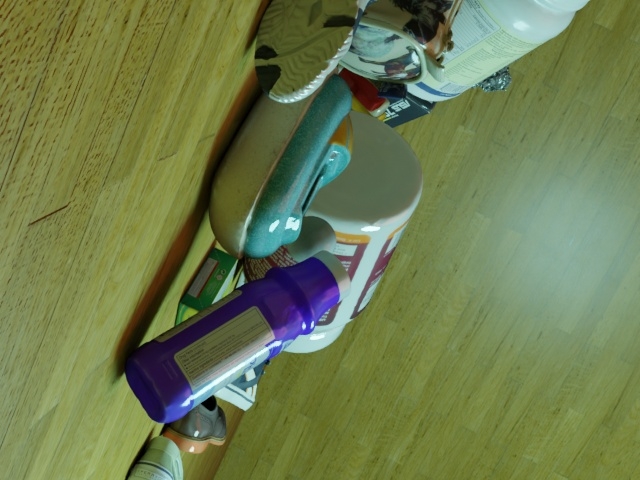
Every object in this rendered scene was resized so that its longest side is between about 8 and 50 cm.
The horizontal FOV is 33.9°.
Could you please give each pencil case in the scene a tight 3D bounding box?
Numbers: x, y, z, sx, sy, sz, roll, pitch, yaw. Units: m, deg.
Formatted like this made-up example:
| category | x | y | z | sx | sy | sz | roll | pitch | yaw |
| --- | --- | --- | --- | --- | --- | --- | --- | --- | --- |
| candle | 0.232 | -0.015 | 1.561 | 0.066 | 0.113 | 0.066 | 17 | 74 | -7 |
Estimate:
| category | x | y | z | sx | sy | sz | roll | pitch | yaw |
| --- | --- | --- | --- | --- | --- | --- | --- | --- | --- |
| pencil case | 0.142 | -0.384 | 1.316 | 0.160 | 0.183 | 0.410 | 104 | 12 | -72 |

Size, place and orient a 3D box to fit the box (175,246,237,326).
| category | x | y | z | sx | sy | sz | roll | pitch | yaw |
| --- | --- | --- | --- | --- | --- | --- | --- | --- | --- |
| box | -0.163 | 0.099 | 1.453 | 0.179 | 0.043 | 0.105 | 107 | 9 | -54 |

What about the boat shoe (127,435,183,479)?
| category | x | y | z | sx | sy | sz | roll | pitch | yaw |
| --- | --- | --- | --- | --- | --- | --- | --- | --- | --- |
| boat shoe | -0.270 | 0.432 | 1.778 | 0.302 | 0.109 | 0.094 | 107 | 8 | -55 |

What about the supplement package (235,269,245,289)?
| category | x | y | z | sx | sy | sz | roll | pitch | yaw |
| --- | --- | --- | --- | --- | --- | --- | --- | --- | --- |
| supplement package | -0.083 | 0.072 | 1.923 | 0.105 | 0.105 | 0.179 | -66 | 176 | 33 |

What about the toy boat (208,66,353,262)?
| category | x | y | z | sx | sy | sz | roll | pitch | yaw |
| --- | --- | --- | --- | --- | --- | --- | --- | --- | --- |
| toy boat | -0.032 | -0.068 | 1.286 | 0.268 | 0.148 | 0.318 | -63 | 176 | -24 |

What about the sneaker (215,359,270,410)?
| category | x | y | z | sx | sy | sz | roll | pitch | yaw |
| --- | --- | --- | --- | --- | --- | --- | --- | --- | --- |
| sneaker | -0.146 | 0.199 | 1.741 | 0.127 | 0.126 | 0.321 | -58 | 174 | -10 |

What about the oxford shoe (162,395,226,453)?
| category | x | y | z | sx | sy | sz | roll | pitch | yaw |
| --- | --- | --- | --- | --- | --- | --- | --- | --- | --- |
| oxford shoe | -0.212 | 0.319 | 1.931 | 0.271 | 0.096 | 0.098 | 7 | 104 | -86 |

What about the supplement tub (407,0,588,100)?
| category | x | y | z | sx | sy | sz | roll | pitch | yaw |
| --- | --- | --- | --- | --- | --- | --- | --- | --- | --- |
| supplement tub | 0.251 | -0.386 | 1.648 | 0.324 | 0.235 | 0.235 | -29 | -156 | 45 |

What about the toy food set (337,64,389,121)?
| category | x | y | z | sx | sy | sz | roll | pitch | yaw |
| --- | --- | --- | --- | --- | --- | --- | --- | --- | --- |
| toy food set | 0.033 | -0.233 | 1.789 | 0.232 | 0.104 | 0.111 | -32 | 167 | -48 |

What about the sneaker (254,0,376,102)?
| category | x | y | z | sx | sy | sz | roll | pitch | yaw |
| --- | --- | --- | --- | --- | --- | --- | --- | --- | --- |
| sneaker | 0.013 | -0.246 | 1.092 | 0.153 | 0.094 | 0.235 | 11 | 95 | -78 |

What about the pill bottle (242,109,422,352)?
| category | x | y | z | sx | sy | sz | roll | pitch | yaw |
| --- | --- | --- | --- | --- | --- | --- | --- | --- | --- |
| pill bottle | 0.000 | 0.000 | 1.653 | 0.224 | 0.224 | 0.392 | -61 | 176 | -39 |

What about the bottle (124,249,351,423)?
| category | x | y | z | sx | sy | sz | roll | pitch | yaw |
| --- | --- | --- | --- | --- | --- | --- | --- | --- | --- |
| bottle | -0.090 | 0.106 | 1.235 | 0.282 | 0.092 | 0.118 | -31 | 172 | -26 |

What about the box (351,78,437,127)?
| category | x | y | z | sx | sy | sz | roll | pitch | yaw |
| --- | --- | --- | --- | --- | --- | --- | --- | --- | --- |
| box | 0.193 | -0.400 | 1.998 | 0.395 | 0.097 | 0.318 | -63 | -162 | -13 |

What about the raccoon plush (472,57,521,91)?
| category | x | y | z | sx | sy | sz | roll | pitch | yaw |
| --- | --- | --- | --- | --- | --- | --- | --- | --- | --- |
| raccoon plush | 0.240 | -0.320 | 2.287 | 0.447 | 0.299 | 0.216 | -63 | 177 | -7 |
